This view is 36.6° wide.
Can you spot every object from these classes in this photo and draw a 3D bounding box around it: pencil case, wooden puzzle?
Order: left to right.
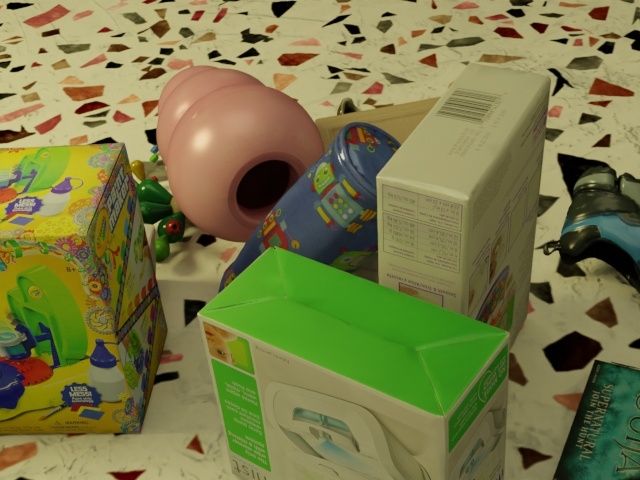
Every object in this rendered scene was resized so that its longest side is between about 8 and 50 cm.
[{"bbox_3d":[0.000,0.000,1.105,0.133,0.306,0.119,5,53,-35],"label":"pencil case"},{"bbox_3d":[0.123,-0.105,1.390,0.221,0.044,0.238,-11,53,-8],"label":"wooden puzzle"}]

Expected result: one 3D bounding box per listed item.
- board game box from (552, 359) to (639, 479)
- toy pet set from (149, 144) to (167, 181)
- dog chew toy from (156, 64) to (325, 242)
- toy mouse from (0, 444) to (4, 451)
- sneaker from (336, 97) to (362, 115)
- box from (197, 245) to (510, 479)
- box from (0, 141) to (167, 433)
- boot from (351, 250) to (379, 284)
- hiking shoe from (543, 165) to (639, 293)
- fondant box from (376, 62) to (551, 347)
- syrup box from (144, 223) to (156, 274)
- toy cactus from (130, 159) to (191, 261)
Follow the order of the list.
[{"bbox_3d":[0.323,0.204,0.994,0.126,0.026,0.186,12,40,23],"label":"board game box"},{"bbox_3d":[-0.203,-0.128,1.502,0.114,0.065,0.122,-37,30,16],"label":"toy pet set"},{"bbox_3d":[-0.128,-0.137,1.312,0.206,0.206,0.332,-18,35,-17],"label":"dog chew toy"},{"bbox_3d":[-0.386,0.262,1.001,0.161,0.031,0.143,27,47,35],"label":"toy mouse"},{"bbox_3d":[0.082,-0.156,1.473,0.066,0.071,0.188,-28,41,-27],"label":"sneaker"},{"bbox_3d":[0.036,0.160,0.918,0.262,0.231,0.127,20,43,30],"label":"box"},{"bbox_3d":[-0.346,0.056,1.067,0.290,0.279,0.177,-2,36,5],"label":"box"},{"bbox_3d":[0.045,0.000,1.223,0.258,0.123,0.095,24,45,34],"label":"boot"},{"bbox_3d":[0.441,0.022,1.187,0.304,0.113,0.132,22,74,23],"label":"hiking shoe"},{"bbox_3d":[0.149,0.018,1.010,0.096,0.330,0.238,15,41,24],"label":"fondant box"},{"bbox_3d":[-0.332,0.029,1.219,0.237,0.093,0.096,6,43,-1],"label":"syrup box"},{"bbox_3d":[-0.227,-0.052,1.362,0.180,0.112,0.219,-11,27,-24],"label":"toy cactus"}]
